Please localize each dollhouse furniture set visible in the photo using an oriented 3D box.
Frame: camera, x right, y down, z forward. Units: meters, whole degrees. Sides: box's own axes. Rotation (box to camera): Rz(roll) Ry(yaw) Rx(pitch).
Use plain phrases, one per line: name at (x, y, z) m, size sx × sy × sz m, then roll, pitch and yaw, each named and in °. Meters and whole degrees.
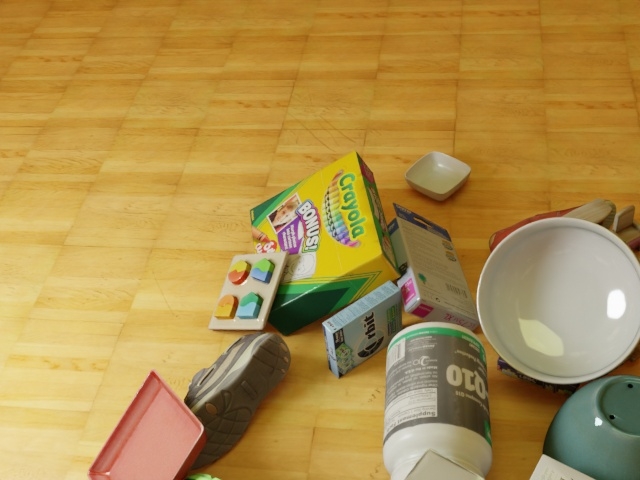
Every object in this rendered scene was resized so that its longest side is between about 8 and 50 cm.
dollhouse furniture set at (0.683, 0.070, 1.926) m, size 0.286 × 0.198 × 0.303 m, roll -25°, pitch 47°, yaw -17°

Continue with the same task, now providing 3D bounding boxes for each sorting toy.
sorting toy at (-0.170, 0.111, 2.017) m, size 0.208 × 0.038 × 0.193 m, roll -8°, pitch 56°, yaw 46°

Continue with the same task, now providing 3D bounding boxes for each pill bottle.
pill bottle at (0.224, 0.353, 1.702) m, size 0.204 × 0.204 × 0.361 m, roll -1°, pitch 45°, yaw 7°

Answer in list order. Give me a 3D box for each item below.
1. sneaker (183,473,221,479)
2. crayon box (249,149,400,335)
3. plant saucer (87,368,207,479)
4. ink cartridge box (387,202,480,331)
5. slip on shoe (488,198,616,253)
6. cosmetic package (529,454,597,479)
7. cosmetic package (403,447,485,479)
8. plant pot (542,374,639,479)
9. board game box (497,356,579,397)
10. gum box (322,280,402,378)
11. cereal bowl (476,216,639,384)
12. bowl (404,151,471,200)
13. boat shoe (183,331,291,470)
sneaker at (-0.157, 0.597, 1.527) m, size 0.202 × 0.185 × 0.483 m, roll -27°, pitch 44°, yaw -16°
crayon box at (0.000, 0.000, 2.074) m, size 0.313 × 0.106 × 0.363 m, roll -30°, pitch 42°, yaw 17°
plant saucer at (-0.330, 0.417, 1.720) m, size 0.259 × 0.047 × 0.258 m, roll -57°, pitch 38°, yaw -1°
ink cartridge box at (0.246, 0.062, 2.024) m, size 0.185 × 0.065 × 0.311 m, roll 23°, pitch 37°, yaw -29°
slip on shoe at (0.551, -0.027, 2.106) m, size 0.331 × 0.123 × 0.101 m, roll -22°, pitch 42°, yaw -7°
cosmetic package at (0.417, 0.588, 1.464) m, size 0.284 × 0.097 × 0.377 m, roll 23°, pitch 64°, yaw 25°
cosmetic package at (0.186, 0.508, 1.472) m, size 0.113 × 0.309 × 0.160 m, roll 25°, pitch 54°, yaw 28°
plant pot at (0.568, 0.364, 1.646) m, size 0.290 × 0.195 × 0.290 m, roll -4°, pitch 45°, yaw 4°
board game box at (0.481, 0.244, 1.884) m, size 0.170 × 0.048 × 0.141 m, roll 18°, pitch 49°, yaw 24°
gum box at (0.094, 0.193, 1.915) m, size 0.184 × 0.157 × 0.041 m, roll -30°, pitch 49°, yaw -21°
cereal bowl at (0.501, 0.125, 1.807) m, size 0.338 × 0.141 × 0.339 m, roll -4°, pitch 81°, yaw 26°
bowl at (0.307, -0.162, 2.318) m, size 0.142 × 0.053 × 0.142 m, roll 31°, pitch 57°, yaw 32°
boat shoe at (-0.211, 0.334, 1.861) m, size 0.355 × 0.132 × 0.130 m, roll -44°, pitch 29°, yaw -26°
